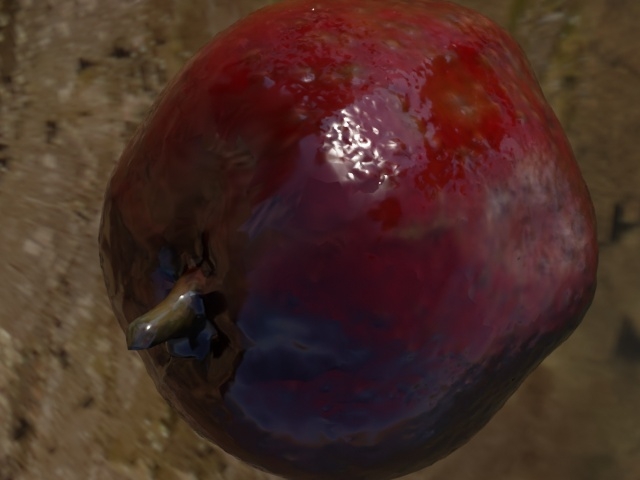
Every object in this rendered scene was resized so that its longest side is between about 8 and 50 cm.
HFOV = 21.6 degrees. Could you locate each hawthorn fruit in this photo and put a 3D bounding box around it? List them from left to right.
[{"bbox_3d":[0.000,0.000,0.732,0.249,0.215,0.215,-25,102,-41],"label":"hawthorn fruit"}]
